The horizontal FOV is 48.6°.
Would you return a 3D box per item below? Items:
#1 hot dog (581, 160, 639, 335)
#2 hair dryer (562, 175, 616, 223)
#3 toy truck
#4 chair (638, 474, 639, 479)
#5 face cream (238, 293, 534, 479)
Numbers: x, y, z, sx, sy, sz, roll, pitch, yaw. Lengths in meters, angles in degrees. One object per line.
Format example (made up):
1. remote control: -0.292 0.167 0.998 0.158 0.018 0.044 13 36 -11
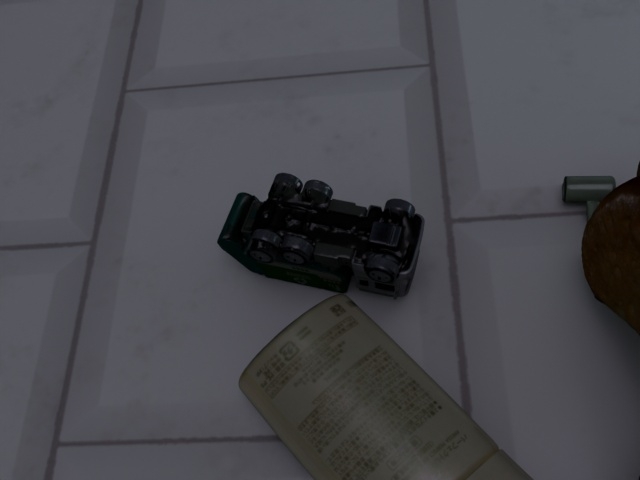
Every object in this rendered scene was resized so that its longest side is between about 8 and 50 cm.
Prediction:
1. hot dog: 0.411 0.013 0.674 0.185 0.223 0.405 -6 22 -5
2. hair dryer: 0.347 -0.026 0.914 0.063 0.038 0.124 2 67 11
3. toy truck: 0.000 0.000 0.895 0.253 0.124 0.114 12 63 13
4. chair: 0.455 0.273 0.580 0.326 0.183 0.175 37 89 10
5. face cream: 0.076 0.223 0.776 0.173 0.081 0.348 -40 62 -14
